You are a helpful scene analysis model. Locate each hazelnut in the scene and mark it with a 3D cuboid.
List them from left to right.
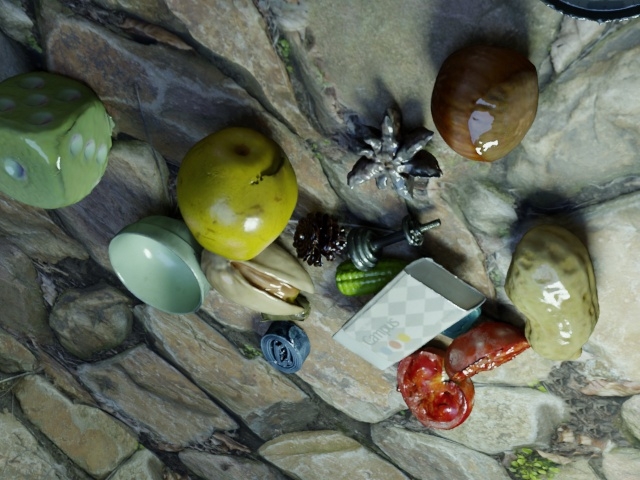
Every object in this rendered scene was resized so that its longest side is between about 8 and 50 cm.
[{"bbox_3d":[0.293,-0.250,1.215,0.214,0.176,0.214,10,104,45],"label":"hazelnut"}]

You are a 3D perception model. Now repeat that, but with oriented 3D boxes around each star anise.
[{"bbox_3d":[0.151,-0.174,1.414,0.236,0.093,0.229,-15,123,35],"label":"star anise"}]

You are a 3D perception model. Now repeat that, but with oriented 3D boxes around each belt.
[{"bbox_3d":[-0.106,0.320,2.038,0.141,0.082,0.190,14,137,19],"label":"belt"}]

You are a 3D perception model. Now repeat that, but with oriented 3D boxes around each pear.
[{"bbox_3d":[-0.198,-0.104,1.550,0.285,0.285,0.336,32,159,-4],"label":"pear"}]

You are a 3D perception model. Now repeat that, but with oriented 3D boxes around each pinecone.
[{"bbox_3d":[0.000,-0.001,1.636,0.120,0.140,0.140,-3,147,-28],"label":"pinecone"}]

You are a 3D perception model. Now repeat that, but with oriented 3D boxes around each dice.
[{"bbox_3d":[-0.683,-0.247,1.658,0.254,0.250,0.252,19,138,9],"label":"dice"}]

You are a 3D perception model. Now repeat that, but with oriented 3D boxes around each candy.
[{"bbox_3d":[0.143,0.087,1.678,0.209,0.097,0.097,-8,128,23],"label":"candy"}]

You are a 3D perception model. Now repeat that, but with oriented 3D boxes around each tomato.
[{"bbox_3d":[0.332,0.400,1.850,0.200,0.139,0.233,-44,69,40],"label":"tomato"},{"bbox_3d":[0.403,0.266,1.665,0.101,0.228,0.228,64,146,26],"label":"tomato"}]

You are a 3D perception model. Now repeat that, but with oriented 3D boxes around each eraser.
[{"bbox_3d":[0.205,0.194,1.655,0.213,0.082,0.397,33,141,-6],"label":"eraser"}]

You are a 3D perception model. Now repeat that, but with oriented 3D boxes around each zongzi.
[{"bbox_3d":[-0.117,0.152,1.892,0.160,0.078,0.176,-4,121,22],"label":"zongzi"}]

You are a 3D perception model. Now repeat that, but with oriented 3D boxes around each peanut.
[{"bbox_3d":[0.508,0.129,1.470,0.192,0.169,0.387,3,133,33],"label":"peanut"}]

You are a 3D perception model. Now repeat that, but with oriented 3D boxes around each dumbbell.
[{"bbox_3d":[0.168,-0.005,1.570,0.254,0.110,0.110,-21,119,33],"label":"dumbbell"}]

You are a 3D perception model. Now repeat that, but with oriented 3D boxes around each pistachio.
[{"bbox_3d":[-0.167,0.089,1.779,0.318,0.214,0.193,32,96,-15],"label":"pistachio"}]

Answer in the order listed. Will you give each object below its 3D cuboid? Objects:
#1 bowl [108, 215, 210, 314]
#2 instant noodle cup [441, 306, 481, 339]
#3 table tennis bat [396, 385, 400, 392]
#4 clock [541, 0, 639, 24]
[{"bbox_3d":[-0.431,0.051,1.883,0.307,0.163,0.307,15,137,15],"label":"bowl"},{"bbox_3d":[0.304,0.160,1.678,0.179,0.070,0.157,23,139,4],"label":"instant noodle cup"},{"bbox_3d":[0.304,0.479,2.030,0.154,0.019,0.098,23,138,2],"label":"table tennis bat"},{"bbox_3d":[0.439,-0.476,0.992,0.312,0.061,0.313,15,137,14],"label":"clock"}]
